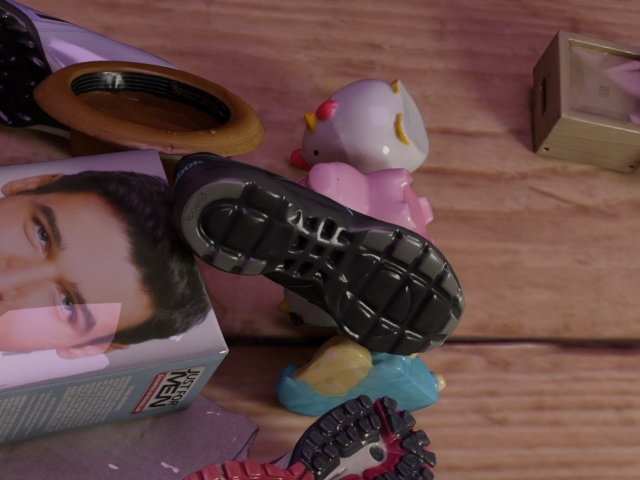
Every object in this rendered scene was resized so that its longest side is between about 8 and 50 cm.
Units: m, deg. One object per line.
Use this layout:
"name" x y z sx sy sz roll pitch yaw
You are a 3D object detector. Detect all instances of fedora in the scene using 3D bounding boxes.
"fedora" -0.146 -0.086 1.465 0.194 0.079 0.194 11 25 -5

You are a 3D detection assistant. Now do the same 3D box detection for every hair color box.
"hair color box" -0.278 0.055 1.286 0.374 0.113 0.185 -9 64 -28

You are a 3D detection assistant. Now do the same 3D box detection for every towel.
"towel" -0.201 0.152 1.362 0.282 0.049 0.187 28 44 5

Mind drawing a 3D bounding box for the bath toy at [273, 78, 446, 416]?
"bath toy" 0.025 -0.005 1.550 0.129 0.151 0.348 -17 46 20

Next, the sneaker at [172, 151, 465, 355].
"sneaker" 0.000 0.000 1.375 0.267 0.101 0.106 29 12 -26

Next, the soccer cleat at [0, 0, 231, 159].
"soccer cleat" -0.222 -0.149 1.599 0.318 0.108 0.116 27 28 2

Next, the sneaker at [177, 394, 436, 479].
"sneaker" -0.037 0.222 1.300 0.299 0.112 0.121 -20 68 -43

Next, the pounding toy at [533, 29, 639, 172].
"pounding toy" 0.288 -0.145 1.812 0.130 0.100 0.141 11 57 -12
